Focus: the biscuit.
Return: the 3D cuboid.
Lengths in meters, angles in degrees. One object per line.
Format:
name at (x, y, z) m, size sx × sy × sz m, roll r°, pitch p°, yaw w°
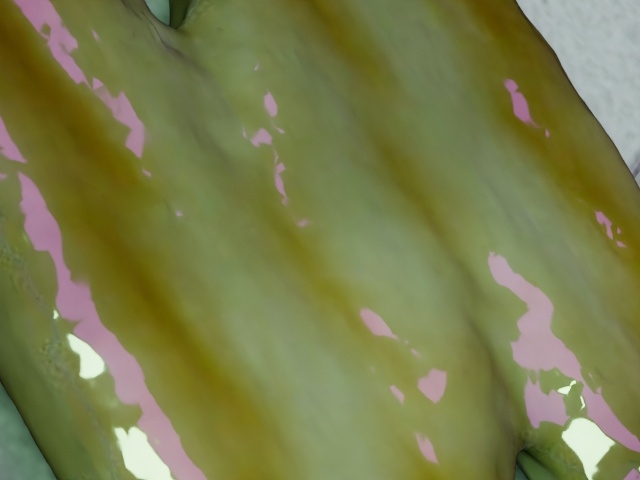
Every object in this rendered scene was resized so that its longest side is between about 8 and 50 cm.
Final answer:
biscuit at (0.000, 0.000, 0.576) m, size 0.237 × 0.062 × 0.290 m, roll -26°, pitch 80°, yaw -38°
